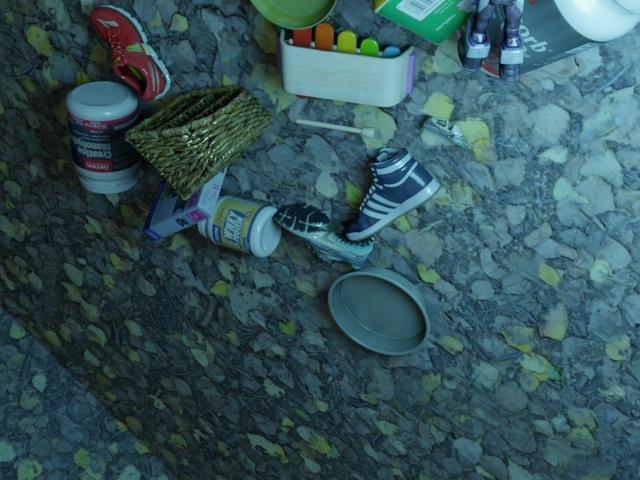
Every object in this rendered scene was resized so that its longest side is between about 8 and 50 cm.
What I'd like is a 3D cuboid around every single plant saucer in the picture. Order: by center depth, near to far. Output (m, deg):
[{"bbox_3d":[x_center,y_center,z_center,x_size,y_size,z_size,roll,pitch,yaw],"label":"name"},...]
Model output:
[{"bbox_3d":[-0.058,-0.555,1.500,0.240,0.037,0.241,17,130,22],"label":"plant saucer"}]

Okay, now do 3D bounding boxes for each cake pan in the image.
[{"bbox_3d":[0.161,0.186,1.975,0.293,0.054,0.293,17,133,19],"label":"cake pan"}]

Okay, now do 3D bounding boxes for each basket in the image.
[{"bbox_3d":[-0.283,-0.284,1.781,0.223,0.299,0.213,47,133,-5],"label":"basket"}]

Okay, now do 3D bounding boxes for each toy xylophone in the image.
[{"bbox_3d":[0.042,-0.355,1.624,0.322,0.081,0.236,16,134,5],"label":"toy xylophone"}]

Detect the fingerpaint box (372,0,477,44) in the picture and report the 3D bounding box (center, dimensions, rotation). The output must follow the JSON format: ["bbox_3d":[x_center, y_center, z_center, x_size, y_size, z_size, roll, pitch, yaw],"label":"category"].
[{"bbox_3d":[0.265,-0.601,1.164,0.163,0.371,0.444,15,146,-36],"label":"fingerpaint box"}]

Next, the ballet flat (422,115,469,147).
[{"bbox_3d":[0.282,-0.245,1.626,0.114,0.041,0.041,29,132,12],"label":"ballet flat"}]

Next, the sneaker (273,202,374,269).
[{"bbox_3d":[0.000,0.000,1.931,0.283,0.110,0.122,22,134,19],"label":"sneaker"}]

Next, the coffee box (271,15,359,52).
[{"bbox_3d":[-0.012,-0.463,1.660,0.184,0.040,0.113,42,133,0],"label":"coffee box"}]

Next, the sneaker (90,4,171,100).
[{"bbox_3d":[-0.503,-0.486,1.906,0.107,0.118,0.279,-32,101,42],"label":"sneaker"}]

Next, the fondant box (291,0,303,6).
[{"bbox_3d":[-0.058,-0.687,1.497,0.238,0.096,0.330,-30,103,42],"label":"fondant box"}]

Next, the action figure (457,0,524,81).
[{"bbox_3d":[0.270,-0.369,1.102,0.185,0.099,0.285,7,151,6],"label":"action figure"}]

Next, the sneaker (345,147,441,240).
[{"bbox_3d":[0.136,-0.116,1.764,0.282,0.099,0.153,-32,105,36],"label":"sneaker"}]

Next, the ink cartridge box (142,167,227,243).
[{"bbox_3d":[-0.392,-0.112,2.050,0.065,0.186,0.311,35,142,-32],"label":"ink cartridge box"}]

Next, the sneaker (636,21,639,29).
[{"bbox_3d":[0.576,-0.410,1.290,0.080,0.081,0.211,-29,102,42],"label":"sneaker"}]

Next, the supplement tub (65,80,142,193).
[{"bbox_3d":[-0.602,-0.288,2.058,0.191,0.191,0.272,21,130,19],"label":"supplement tub"}]

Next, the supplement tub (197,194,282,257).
[{"bbox_3d":[-0.220,-0.043,2.015,0.199,0.144,0.144,15,128,23],"label":"supplement tub"}]

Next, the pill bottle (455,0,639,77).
[{"bbox_3d":[0.407,-0.416,1.229,0.210,0.210,0.363,56,155,-12],"label":"pill bottle"}]
